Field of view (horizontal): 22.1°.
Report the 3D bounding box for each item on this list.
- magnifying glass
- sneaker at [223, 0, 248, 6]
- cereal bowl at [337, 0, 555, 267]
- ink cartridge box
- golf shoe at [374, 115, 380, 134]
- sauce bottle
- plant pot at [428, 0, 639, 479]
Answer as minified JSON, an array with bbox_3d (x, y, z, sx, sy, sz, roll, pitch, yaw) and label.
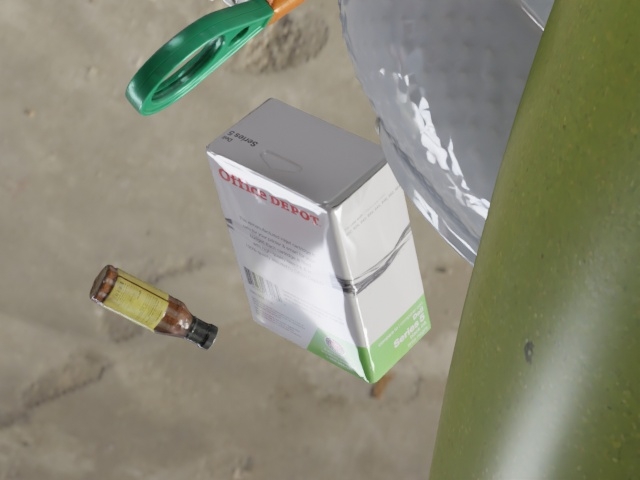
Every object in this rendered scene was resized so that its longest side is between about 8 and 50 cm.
[{"bbox_3d":[-0.061,-0.166,1.257,0.026,0.231,0.092,49,146,6],"label":"magnifying glass"},{"bbox_3d":[-0.169,-0.276,1.406,0.292,0.110,0.118,5,166,5],"label":"sneaker"},{"bbox_3d":[0.137,-0.063,0.914,0.339,0.339,0.141,35,115,-17],"label":"cereal bowl"},{"bbox_3d":[0.000,0.000,1.839,0.198,0.115,0.272,27,145,36],"label":"ink cartridge box"},{"bbox_3d":[0.121,-0.117,2.129,0.176,0.069,0.086,18,135,-43],"label":"golf shoe"},{"bbox_3d":[-0.159,0.068,1.577,0.128,0.042,0.042,30,131,-17],"label":"sauce bottle"},{"bbox_3d":[0.156,0.046,0.554,0.275,0.275,0.293,24,111,-8],"label":"plant pot"}]
